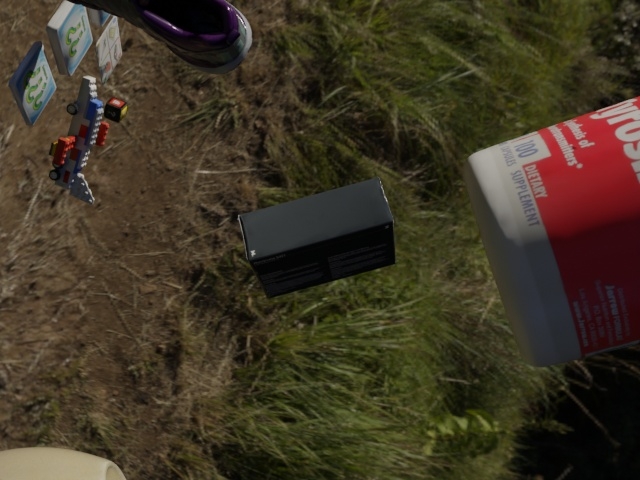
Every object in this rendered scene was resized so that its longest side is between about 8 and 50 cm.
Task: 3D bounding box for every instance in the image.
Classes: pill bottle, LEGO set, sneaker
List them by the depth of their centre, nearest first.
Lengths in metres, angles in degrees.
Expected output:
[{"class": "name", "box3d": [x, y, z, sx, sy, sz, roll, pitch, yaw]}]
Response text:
[{"class": "sneaker", "box3d": [-0.154, -0.216, 0.557, 0.224, 0.098, 0.083, 27, 92, -7]}, {"class": "pill bottle", "box3d": [0.362, -0.037, 0.672, 0.229, 0.408, 0.228, -18, 90, -77]}, {"class": "LEGO set", "box3d": [-0.233, -0.157, 0.735, 0.060, 0.244, 0.182, 23, 67, -2]}]

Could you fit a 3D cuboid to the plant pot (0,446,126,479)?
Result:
[{"class": "plant pot", "box3d": [-0.373, 0.416, 1.012, 0.191, 0.284, 0.284, -20, 97, -6]}]

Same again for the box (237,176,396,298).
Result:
[{"class": "box", "box3d": [0.000, 0.000, 1.297, 0.261, 0.184, 0.103, -15, 66, 0]}]
